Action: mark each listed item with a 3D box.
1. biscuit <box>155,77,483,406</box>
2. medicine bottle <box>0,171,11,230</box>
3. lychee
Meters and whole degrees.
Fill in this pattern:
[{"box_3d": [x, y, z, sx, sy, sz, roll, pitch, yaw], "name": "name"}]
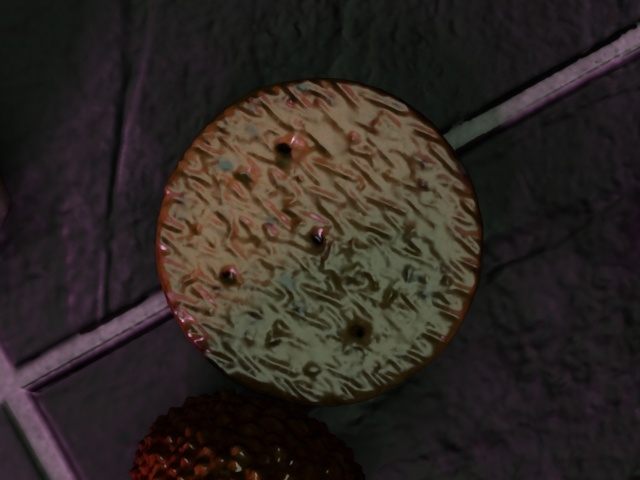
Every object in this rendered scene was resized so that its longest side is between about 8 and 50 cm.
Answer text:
[{"box_3d": [0.000, 0.000, 0.679, 0.187, 0.027, 0.188, 0, 88, -4], "name": "biscuit"}, {"box_3d": [-0.264, -0.091, 0.602, 0.147, 0.147, 0.247, -24, 90, -6], "name": "medicine bottle"}, {"box_3d": [-0.040, 0.139, 0.621, 0.129, 0.123, 0.123, 39, 84, -3], "name": "lychee"}]
